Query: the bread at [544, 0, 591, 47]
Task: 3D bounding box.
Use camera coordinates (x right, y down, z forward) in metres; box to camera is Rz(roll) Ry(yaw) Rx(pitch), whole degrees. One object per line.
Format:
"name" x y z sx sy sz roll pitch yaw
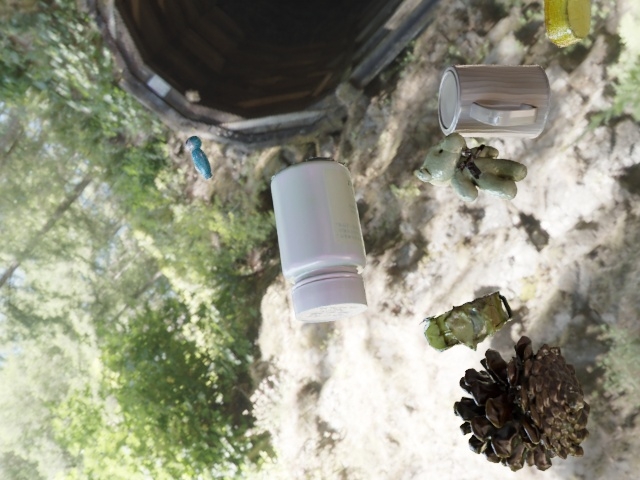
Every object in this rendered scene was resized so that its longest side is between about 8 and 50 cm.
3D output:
"bread" 0.631 -0.622 1.666 0.102 0.094 0.246 2 -93 -35

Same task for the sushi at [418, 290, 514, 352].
"sushi" 0.421 0.243 1.831 0.290 0.131 0.139 -15 -105 -32

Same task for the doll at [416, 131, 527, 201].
"doll" 0.410 -0.201 1.739 0.278 0.149 0.175 19 -151 25

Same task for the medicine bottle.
"medicine bottle" 0.000 0.000 1.628 0.213 0.213 0.379 15 -120 -49

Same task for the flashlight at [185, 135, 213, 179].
"flashlight" -0.340 -0.235 1.830 0.129 0.051 0.051 63 -156 -6

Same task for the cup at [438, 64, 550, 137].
"cup" 0.497 -0.375 1.838 0.273 0.208 0.288 0 -127 -7

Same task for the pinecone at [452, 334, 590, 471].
"pinecone" 0.381 0.331 1.262 0.264 0.264 0.264 36 -154 -21
